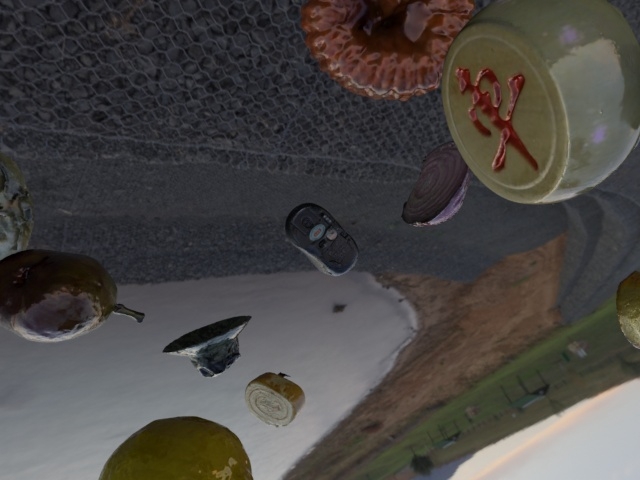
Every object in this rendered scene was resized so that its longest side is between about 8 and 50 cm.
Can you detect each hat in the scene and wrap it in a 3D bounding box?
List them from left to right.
[{"bbox_3d":[-0.298,0.312,1.204,0.265,0.128,0.265,-23,-176,2],"label":"hat"},{"bbox_3d":[0.111,-0.440,0.795,0.285,0.400,0.285,-1,127,-1],"label":"hat"}]

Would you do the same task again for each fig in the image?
[{"bbox_3d":[-0.405,0.102,0.725,0.274,0.170,0.146,44,59,-63],"label":"fig"}]

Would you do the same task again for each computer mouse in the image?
[{"bbox_3d":[0.000,0.000,1.204,0.137,0.233,0.096,-45,180,-13],"label":"computer mouse"}]

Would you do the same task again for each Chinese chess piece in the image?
[{"bbox_3d":[0.248,-0.164,0.511,0.097,0.251,0.251,-25,151,-7],"label":"Chinese chess piece"}]

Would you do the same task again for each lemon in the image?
[{"bbox_3d":[-0.236,0.414,0.702,0.288,0.234,0.233,-9,159,21],"label":"lemon"}]

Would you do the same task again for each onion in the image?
[{"bbox_3d":[0.344,-0.137,1.140,0.111,0.247,0.250,28,82,-17],"label":"onion"}]

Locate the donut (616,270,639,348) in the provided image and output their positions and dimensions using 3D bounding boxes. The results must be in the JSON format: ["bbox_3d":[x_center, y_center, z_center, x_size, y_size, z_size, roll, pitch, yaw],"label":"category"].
[{"bbox_3d":[0.732,0.151,0.932,0.190,0.174,0.074,4,172,-33],"label":"donut"}]

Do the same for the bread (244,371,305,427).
[{"bbox_3d":[-0.111,0.392,1.042,0.073,0.149,0.122,-20,125,-60],"label":"bread"}]

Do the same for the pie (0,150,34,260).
[{"bbox_3d":[-0.693,-0.064,0.748,0.339,0.077,0.339,-12,126,-17],"label":"pie"}]
